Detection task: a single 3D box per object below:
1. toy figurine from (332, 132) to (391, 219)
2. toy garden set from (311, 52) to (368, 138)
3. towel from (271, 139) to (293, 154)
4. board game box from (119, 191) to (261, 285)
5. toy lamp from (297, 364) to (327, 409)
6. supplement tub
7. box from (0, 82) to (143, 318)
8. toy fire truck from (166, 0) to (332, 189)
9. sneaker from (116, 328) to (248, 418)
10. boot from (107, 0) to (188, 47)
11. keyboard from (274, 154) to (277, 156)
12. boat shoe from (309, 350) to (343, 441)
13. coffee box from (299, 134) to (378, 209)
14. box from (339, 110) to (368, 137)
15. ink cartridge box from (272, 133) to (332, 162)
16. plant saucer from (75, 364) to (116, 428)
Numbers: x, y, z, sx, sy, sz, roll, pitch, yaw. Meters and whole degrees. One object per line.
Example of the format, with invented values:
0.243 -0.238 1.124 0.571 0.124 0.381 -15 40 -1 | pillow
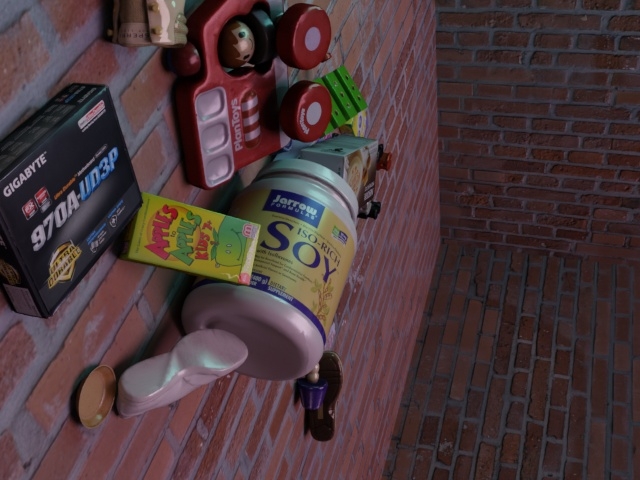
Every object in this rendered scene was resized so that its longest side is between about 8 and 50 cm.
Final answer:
0.082 -0.160 1.843 0.213 0.148 0.209 3 100 -75 | toy figurine
-0.010 -0.329 1.516 0.203 0.049 0.244 58 33 -8 | toy garden set
-0.091 -0.188 1.317 0.029 0.119 0.067 18 79 -37 | towel
-0.181 0.001 1.018 0.181 0.043 0.092 16 79 -29 | board game box
-0.015 0.286 1.803 0.080 0.080 0.274 -23 119 -71 | toy lamp
-0.072 0.045 1.242 0.241 0.241 0.331 77 26 -49 | supplement tub
-0.292 -0.049 0.813 0.220 0.051 0.175 -63 154 -47 | box
-0.123 -0.253 1.132 0.254 0.169 0.302 -35 135 -40 | toy fire truck
-0.208 0.201 1.071 0.212 0.080 0.094 -17 145 -38 | sneaker
-0.226 -0.334 0.850 0.262 0.095 0.203 -29 126 -74 | boot
-0.082 -0.206 1.505 0.256 0.014 0.072 46 48 -69 | keyboard
0.009 0.404 1.932 0.095 0.095 0.257 -74 173 -73 | boat shoe
0.040 -0.136 1.525 0.246 0.098 0.141 -36 134 -65 | coffee box
0.087 -0.326 1.947 0.179 0.043 0.105 54 45 -63 | box
-0.049 -0.118 1.526 0.311 0.065 0.185 -59 153 -42 | ink cartridge box
-0.299 0.205 0.952 0.083 0.015 0.083 6 90 -73 | plant saucer
